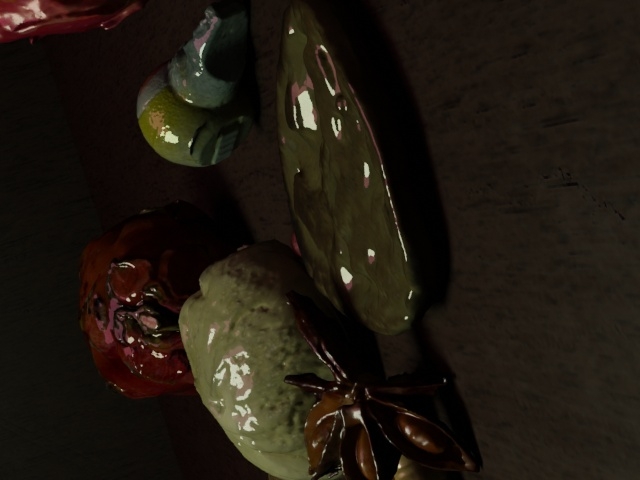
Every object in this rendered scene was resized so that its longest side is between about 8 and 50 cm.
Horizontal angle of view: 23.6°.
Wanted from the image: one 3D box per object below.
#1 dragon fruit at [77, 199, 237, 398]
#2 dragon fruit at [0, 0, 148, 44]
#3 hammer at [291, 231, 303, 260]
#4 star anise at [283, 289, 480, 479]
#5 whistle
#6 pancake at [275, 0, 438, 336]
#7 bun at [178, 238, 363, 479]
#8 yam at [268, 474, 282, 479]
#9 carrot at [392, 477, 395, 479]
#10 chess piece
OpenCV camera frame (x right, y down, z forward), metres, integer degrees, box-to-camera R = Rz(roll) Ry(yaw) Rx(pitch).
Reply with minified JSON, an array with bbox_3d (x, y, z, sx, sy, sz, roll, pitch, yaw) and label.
[{"bbox_3d":[-0.191,0.078,1.880,0.315,0.250,0.250,-37,71,61],"label":"dragon fruit"},{"bbox_3d":[-0.231,-0.303,1.300,0.386,0.371,0.249,6,128,31],"label":"dragon fruit"},{"bbox_3d":[0.000,0.000,1.388,0.083,0.043,0.043,163,88,-74],"label":"hammer"},{"bbox_3d":[0.031,0.152,1.244,0.212,0.053,0.157,29,111,25],"label":"star anise"},{"bbox_3d":[-0.122,-0.161,1.520,0.123,0.122,0.223,64,151,31],"label":"whistle"},{"bbox_3d":[0.021,-0.054,1.216,0.294,0.049,0.295,163,90,-74],"label":"pancake"},{"bbox_3d":[-0.047,0.118,1.466,0.244,0.153,0.244,56,165,22],"label":"bun"},{"bbox_3d":[-0.012,0.232,1.703,0.300,0.066,0.066,114,136,-68],"label":"yam"},{"bbox_3d":[0.071,0.229,1.429,0.142,0.035,0.035,31,137,64],"label":"carrot"},{"bbox_3d":[0.074,0.179,1.289,0.122,0.066,0.066,61,164,14],"label":"chess piece"}]
